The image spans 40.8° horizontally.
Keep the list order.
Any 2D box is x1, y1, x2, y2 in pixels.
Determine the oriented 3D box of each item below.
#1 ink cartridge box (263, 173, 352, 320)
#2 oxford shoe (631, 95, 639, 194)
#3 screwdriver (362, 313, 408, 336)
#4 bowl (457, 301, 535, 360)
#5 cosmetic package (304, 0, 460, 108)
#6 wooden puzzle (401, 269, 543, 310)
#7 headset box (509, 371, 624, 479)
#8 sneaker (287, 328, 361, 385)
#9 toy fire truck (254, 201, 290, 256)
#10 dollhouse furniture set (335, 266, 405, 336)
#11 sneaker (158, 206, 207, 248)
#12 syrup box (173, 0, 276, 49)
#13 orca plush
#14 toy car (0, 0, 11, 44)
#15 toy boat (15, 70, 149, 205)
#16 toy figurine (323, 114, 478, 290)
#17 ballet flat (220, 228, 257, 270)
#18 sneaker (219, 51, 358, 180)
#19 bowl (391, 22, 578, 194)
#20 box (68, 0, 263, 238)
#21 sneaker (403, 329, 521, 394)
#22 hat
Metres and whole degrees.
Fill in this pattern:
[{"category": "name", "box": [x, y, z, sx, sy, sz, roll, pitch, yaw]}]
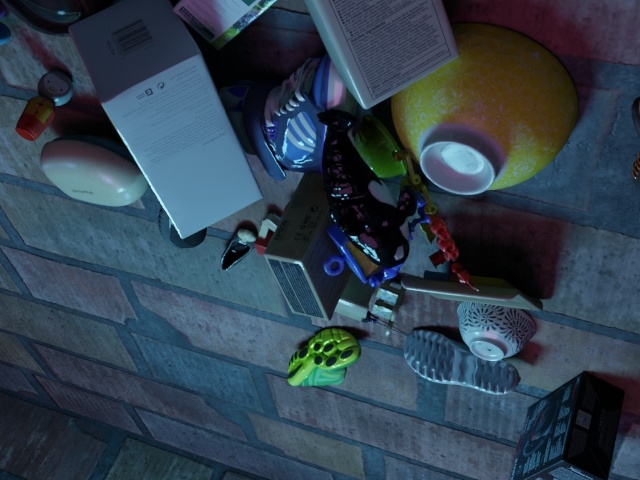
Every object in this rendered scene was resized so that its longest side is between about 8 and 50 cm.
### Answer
[{"category": "ink cartridge box", "box": [0.000, 0.000, 1.611, 0.088, 0.235, 0.193, 9, 144, 25]}, {"category": "oxford shoe", "box": [0.492, -0.108, 1.251, 0.098, 0.097, 0.271, 1, 141, 43]}, {"category": "screwdriver", "box": [0.144, 0.195, 2.011, 0.169, 0.025, 0.024, 21, 149, -10]}, {"category": "bowl", "box": [0.359, 0.200, 1.806, 0.170, 0.080, 0.170, 17, 147, 11]}, {"category": "cosmetic package", "box": [0.053, -0.344, 1.119, 0.160, 0.113, 0.309, -29, 132, 0]}, {"category": "wooden puzzle", "box": [0.295, 0.094, 1.647, 0.220, 0.044, 0.238, 6, 175, 28]}, {"category": "headset box", "box": [0.538, 0.453, 1.924, 0.110, 0.218, 0.293, 26, 147, -2]}, {"category": "sneaker", "box": [0.025, 0.301, 2.187, 0.123, 0.110, 0.295, 13, 153, -27]}, {"category": "toy fire truck", "box": [-0.075, -0.022, 1.808, 0.135, 0.047, 0.192, 18, 147, 14]}, {"category": "dollhouse furniture set", "box": [0.061, 0.117, 1.809, 0.212, 0.161, 0.242, 20, 148, 8]}, {"category": "sneaker", "box": [-0.254, -0.078, 1.776, 0.139, 0.125, 0.341, 19, 149, 7]}, {"category": "syrup box", "box": [-0.107, -0.385, 1.251, 0.093, 0.096, 0.236, 39, 147, -21]}, {"category": "orca plush", "box": [0.064, -0.057, 1.323, 0.151, 0.102, 0.287, 4, 129, 20]}, {"category": "toy car", "box": [-0.640, -0.409, 1.562, 0.136, 0.159, 0.182, -26, 131, 7]}, {"category": "toy boat", "box": [-0.486, -0.197, 1.767, 0.267, 0.148, 0.318, 10, 153, 32]}, {"category": "toy figurine", "box": [0.094, -0.010, 1.483, 0.217, 0.191, 0.363, -32, 130, 3]}, {"category": "ballet flat", "box": [-0.184, 0.022, 1.944, 0.057, 0.049, 0.173, 28, 148, -7]}, {"category": "sneaker", "box": [-0.063, -0.227, 1.416, 0.236, 0.130, 0.323, 17, 153, 6]}, {"category": "bowl", "box": [0.226, -0.163, 1.292, 0.289, 0.156, 0.289, 18, 148, 11]}, {"category": "box", "box": [-0.251, -0.207, 1.441, 0.215, 0.168, 0.345, 58, 173, 38]}, {"category": "sneaker", "box": [0.317, 0.284, 1.934, 0.281, 0.105, 0.115, 21, 179, 31]}, {"category": "hat", "box": [-0.442, -0.421, 1.394, 0.331, 0.134, 0.331, 18, 149, 11]}]
